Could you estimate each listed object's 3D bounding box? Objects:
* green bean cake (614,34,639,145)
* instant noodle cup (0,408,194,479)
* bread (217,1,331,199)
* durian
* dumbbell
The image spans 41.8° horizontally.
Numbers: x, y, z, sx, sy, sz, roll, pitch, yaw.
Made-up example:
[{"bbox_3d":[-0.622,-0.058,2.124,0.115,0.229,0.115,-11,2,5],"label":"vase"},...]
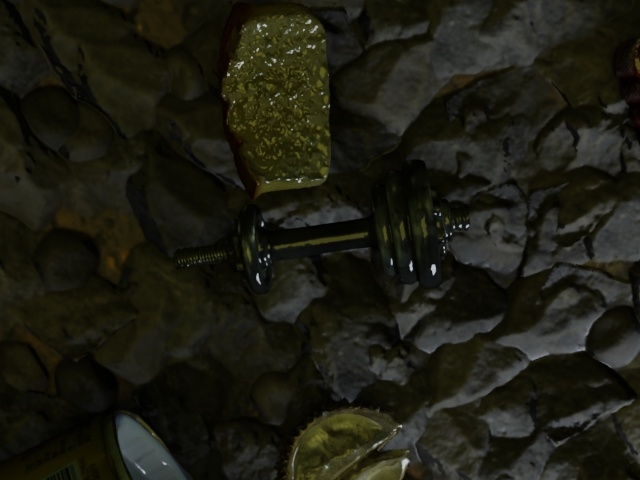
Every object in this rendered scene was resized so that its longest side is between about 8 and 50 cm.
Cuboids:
[{"bbox_3d":[0.338,-0.132,0.726,0.136,0.056,0.135,-22,96,1],"label":"green bean cake"},{"bbox_3d":[-0.199,0.301,0.649,0.254,0.325,0.325,-34,97,-7],"label":"instant noodle cup"},{"bbox_3d":[-0.041,-0.115,0.685,0.086,0.125,0.156,-6,98,-9],"label":"bread"},{"bbox_3d":[0.008,0.198,0.747,0.140,0.071,0.110,-41,101,-10],"label":"durian"},{"bbox_3d":[0.000,0.000,0.712,0.254,0.110,0.110,-9,97,5],"label":"dumbbell"}]
